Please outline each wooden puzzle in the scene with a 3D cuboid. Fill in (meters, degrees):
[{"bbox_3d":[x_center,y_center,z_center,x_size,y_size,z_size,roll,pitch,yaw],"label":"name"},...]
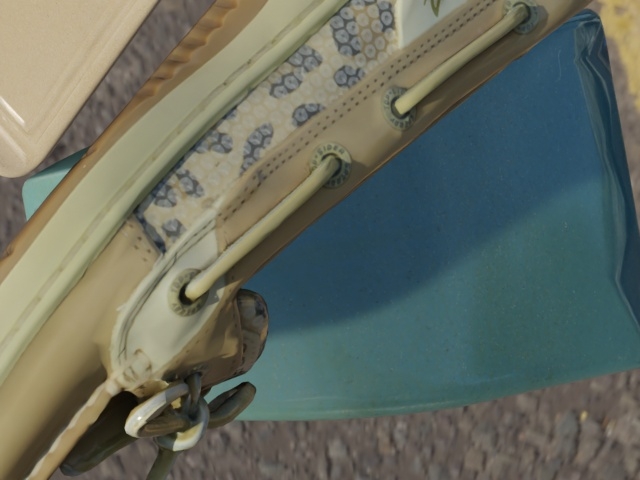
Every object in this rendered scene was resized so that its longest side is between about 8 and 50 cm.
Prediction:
[{"bbox_3d":[-0.199,-0.181,1.012,0.221,0.239,0.044,47,42,1],"label":"wooden puzzle"}]

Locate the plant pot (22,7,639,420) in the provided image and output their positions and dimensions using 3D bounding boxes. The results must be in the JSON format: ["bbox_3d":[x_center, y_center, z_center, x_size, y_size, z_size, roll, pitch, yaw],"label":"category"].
[{"bbox_3d":[0.000,0.000,0.759,0.234,0.165,0.165,-11,92,-36],"label":"plant pot"}]

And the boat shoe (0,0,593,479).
[{"bbox_3d":[-0.021,-0.008,0.479,0.089,0.104,0.285,40,77,-7],"label":"boat shoe"}]
